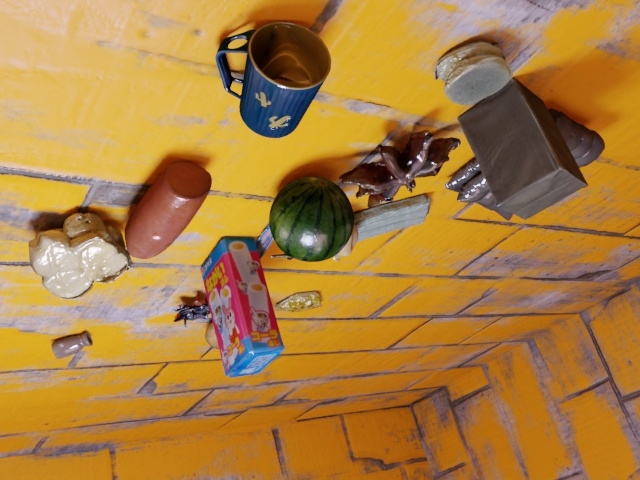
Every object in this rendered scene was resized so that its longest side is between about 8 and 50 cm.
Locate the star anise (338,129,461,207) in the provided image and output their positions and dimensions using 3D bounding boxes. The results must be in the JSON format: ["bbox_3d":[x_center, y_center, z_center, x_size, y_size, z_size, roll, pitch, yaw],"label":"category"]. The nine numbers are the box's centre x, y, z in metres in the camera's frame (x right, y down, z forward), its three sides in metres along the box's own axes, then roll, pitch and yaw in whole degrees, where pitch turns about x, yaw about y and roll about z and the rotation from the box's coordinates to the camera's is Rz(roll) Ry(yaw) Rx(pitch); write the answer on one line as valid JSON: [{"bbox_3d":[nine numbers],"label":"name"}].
[{"bbox_3d":[0.172,-0.156,1.458,0.288,0.088,0.288,-24,160,-9],"label":"star anise"}]

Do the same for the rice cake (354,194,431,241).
[{"bbox_3d":[0.182,-0.057,1.718,0.211,0.038,0.124,-14,154,-9],"label":"rice cake"}]

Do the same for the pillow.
[{"bbox_3d":[0.493,-0.180,1.599,0.228,0.101,0.326,11,141,-42],"label":"pillow"}]

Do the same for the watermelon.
[{"bbox_3d":[-0.022,-0.036,1.456,0.187,0.188,0.215,-4,131,-25],"label":"watermelon"}]

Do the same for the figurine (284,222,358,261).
[{"bbox_3d":[0.000,0.000,1.648,0.195,0.114,0.108,-22,155,27],"label":"figurine"}]

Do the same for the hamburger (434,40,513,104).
[{"bbox_3d":[0.289,-0.314,1.250,0.133,0.063,0.140,-30,153,34],"label":"hamburger"}]

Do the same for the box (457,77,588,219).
[{"bbox_3d":[0.420,-0.187,1.385,0.149,0.232,0.155,-34,151,31],"label":"box"}]

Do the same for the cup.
[{"bbox_3d":[-0.086,-0.260,1.078,0.176,0.131,0.155,20,150,-6],"label":"cup"}]

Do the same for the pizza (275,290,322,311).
[{"bbox_3d":[-0.058,0.197,2.076,0.160,0.036,0.099,-3,151,-26],"label":"pizza"}]

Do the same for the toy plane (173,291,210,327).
[{"bbox_3d":[-0.366,0.207,1.881,0.130,0.061,0.189,7,145,-42],"label":"toy plane"}]

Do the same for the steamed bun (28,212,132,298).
[{"bbox_3d":[-0.510,0.018,1.378,0.177,0.106,0.192,-33,140,2],"label":"steamed bun"}]

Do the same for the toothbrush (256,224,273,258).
[{"bbox_3d":[-0.180,0.058,1.733,0.042,0.035,0.413,-25,163,-36],"label":"toothbrush"}]

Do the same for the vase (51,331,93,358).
[{"bbox_3d":[-0.696,0.292,1.862,0.100,0.053,0.053,-20,154,-3],"label":"vase"}]

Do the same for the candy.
[{"bbox_3d":[-0.194,0.159,1.611,0.100,0.306,0.157,-2,150,-33],"label":"candy"}]

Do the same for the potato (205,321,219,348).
[{"bbox_3d":[-0.248,0.264,2.010,0.161,0.128,0.234,17,146,-25],"label":"potato"}]

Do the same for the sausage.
[{"bbox_3d":[-0.320,-0.051,1.344,0.113,0.114,0.259,6,145,-39],"label":"sausage"}]
